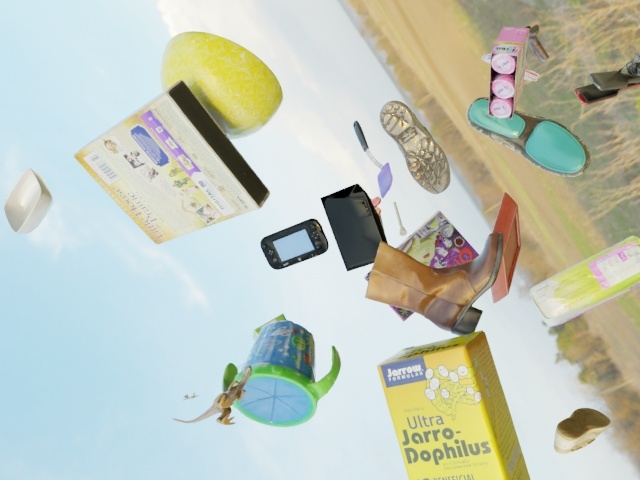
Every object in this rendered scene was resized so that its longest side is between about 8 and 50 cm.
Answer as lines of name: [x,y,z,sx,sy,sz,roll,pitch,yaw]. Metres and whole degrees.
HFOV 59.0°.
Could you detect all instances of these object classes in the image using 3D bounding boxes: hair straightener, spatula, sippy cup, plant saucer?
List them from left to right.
sippy cup: [-0.108,0.351,1.553,0.305,0.240,0.224,15,-139,-2]
spatula: [0.163,-0.271,1.796,0.030,0.084,0.297,-8,-120,-31]
plant saucer: [0.578,0.027,1.762,0.259,0.047,0.259,-63,-34,-32]
hair straightener: [0.588,-0.308,1.062,0.047,0.230,0.089,68,155,21]

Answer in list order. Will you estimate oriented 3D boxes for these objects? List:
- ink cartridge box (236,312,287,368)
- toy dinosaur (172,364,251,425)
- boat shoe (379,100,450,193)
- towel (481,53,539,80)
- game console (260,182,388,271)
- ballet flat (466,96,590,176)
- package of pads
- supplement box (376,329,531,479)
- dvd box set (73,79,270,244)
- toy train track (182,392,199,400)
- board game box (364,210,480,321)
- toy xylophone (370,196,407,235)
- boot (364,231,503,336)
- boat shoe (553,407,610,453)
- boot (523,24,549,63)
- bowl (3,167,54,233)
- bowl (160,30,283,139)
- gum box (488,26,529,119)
ink cartridge box: [-0.235,0.390,2.139,0.097,0.255,0.189,59,165,10]
toy dinosaur: [-0.221,0.365,1.241,0.064,0.211,0.112,55,170,-12]
boat shoe: [0.300,-0.294,1.742,0.325,0.123,0.116,58,-161,-12]
towel: [0.598,-0.550,1.783,0.144,0.029,0.197,26,-163,-7]
game console: [0.000,0.000,1.542,0.044,0.361,0.213,-21,-90,-64]
ballet flat: [0.753,-0.372,2.038,0.482,0.164,0.182,36,-166,28]
package of pads: [0.695,0.115,1.455,0.229,0.296,0.101,29,-147,-62]
supplement box: [0.281,0.391,1.165,0.195,0.194,0.357,-2,-106,-64]
dvd box set: [-0.351,-0.153,1.301,0.308,0.420,0.062,52,-134,-23]
toy train track: [-0.370,0.436,1.589,0.048,0.083,0.014,-9,-98,-31]
board game box: [0.345,0.088,1.936,0.208,0.347,0.056,47,-174,-5]
toy xylophone: [0.199,-0.047,2.164,0.081,0.236,0.323,36,-156,-35]
boot: [0.271,0.064,1.340,0.280,0.264,0.096,23,-171,18]
boat shoe: [0.533,0.394,1.165,0.169,0.059,0.063,-3,-153,-35]
boot: [0.611,-0.544,1.579,0.114,0.037,0.106,53,-161,-18]
bowl: [-0.723,-0.095,1.412,0.142,0.142,0.053,45,-167,35]
bowl: [-0.245,-0.311,1.278,0.289,0.289,0.156,41,-119,-44]
gum box: [0.443,-0.390,1.337,0.107,0.062,0.188,-61,-28,-30]
